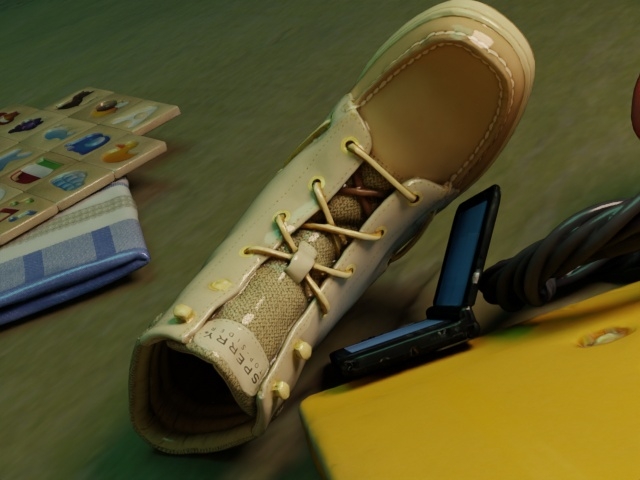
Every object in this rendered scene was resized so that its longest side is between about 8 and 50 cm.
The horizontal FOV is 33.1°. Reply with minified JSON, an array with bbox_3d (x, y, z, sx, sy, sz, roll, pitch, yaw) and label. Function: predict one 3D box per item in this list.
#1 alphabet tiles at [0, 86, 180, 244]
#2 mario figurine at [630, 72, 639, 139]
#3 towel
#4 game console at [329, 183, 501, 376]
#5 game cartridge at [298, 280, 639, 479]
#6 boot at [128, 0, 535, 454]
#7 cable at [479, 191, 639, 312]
[{"bbox_3d":[-0.306,-0.056,0.973,0.342,0.011,0.285,-35,33,-31],"label":"alphabet tiles"},{"bbox_3d":[0.342,-0.075,0.623,0.320,0.198,0.170,-5,61,2],"label":"mario figurine"},{"bbox_3d":[-0.257,-0.006,0.903,0.209,0.034,0.285,-21,28,-8],"label":"towel"},{"bbox_3d":[0.049,0.024,0.593,0.107,0.071,0.122,-18,-3,-3],"label":"game console"},{"bbox_3d":[0.143,0.069,0.411,0.285,0.052,0.324,-19,6,-4],"label":"game cartridge"},{"bbox_3d":[0.000,0.000,0.588,0.262,0.095,0.203,-43,6,44],"label":"boot"},{"bbox_3d":[0.157,0.006,0.572,0.150,0.047,0.184,-22,-7,-14],"label":"cable"}]
